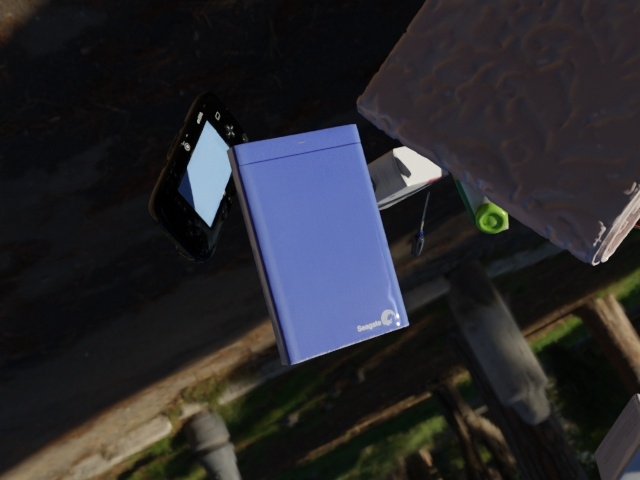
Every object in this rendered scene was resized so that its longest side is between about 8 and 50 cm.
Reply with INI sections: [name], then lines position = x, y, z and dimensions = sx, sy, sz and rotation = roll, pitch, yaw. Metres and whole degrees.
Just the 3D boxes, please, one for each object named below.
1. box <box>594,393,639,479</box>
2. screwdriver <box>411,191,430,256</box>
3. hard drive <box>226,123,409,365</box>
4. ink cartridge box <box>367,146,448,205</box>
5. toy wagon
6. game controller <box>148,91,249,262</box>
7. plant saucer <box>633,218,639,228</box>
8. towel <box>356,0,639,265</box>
[box]
position = 0.395, 0.258, 0.921
dimensions = 0.087, 0.101, 0.101
rotation = -59, 174, -70
[screwdriver]
position = 0.204, -0.032, 1.599
dimensions = 0.025, 0.024, 0.170
rotation = -22, 139, -22
[hard drive]
position = 0.000, 0.000, 1.164
dimensions = 0.210, 0.319, 0.040
rotation = -14, 179, -28
[ink cartridge box]
position = 0.155, -0.135, 1.780
dimensions = 0.158, 0.092, 0.217
rotation = -17, 174, -43
[toy wagon]
position = 0.270, -0.183, 1.435
dimensions = 0.068, 0.267, 0.345
rotation = -18, 120, 21
[game controller]
position = -0.211, -0.118, 1.408
dimensions = 0.067, 0.319, 0.166
rotation = -5, 139, 22
[plant saucer]
position = 0.728, -0.107, 1.509
dimensions = 0.259, 0.259, 0.047
rotation = -63, 149, -8
[towel]
position = 0.241, -0.188, 0.820
dimensions = 0.317, 0.331, 0.053
rotation = -55, 148, 6
